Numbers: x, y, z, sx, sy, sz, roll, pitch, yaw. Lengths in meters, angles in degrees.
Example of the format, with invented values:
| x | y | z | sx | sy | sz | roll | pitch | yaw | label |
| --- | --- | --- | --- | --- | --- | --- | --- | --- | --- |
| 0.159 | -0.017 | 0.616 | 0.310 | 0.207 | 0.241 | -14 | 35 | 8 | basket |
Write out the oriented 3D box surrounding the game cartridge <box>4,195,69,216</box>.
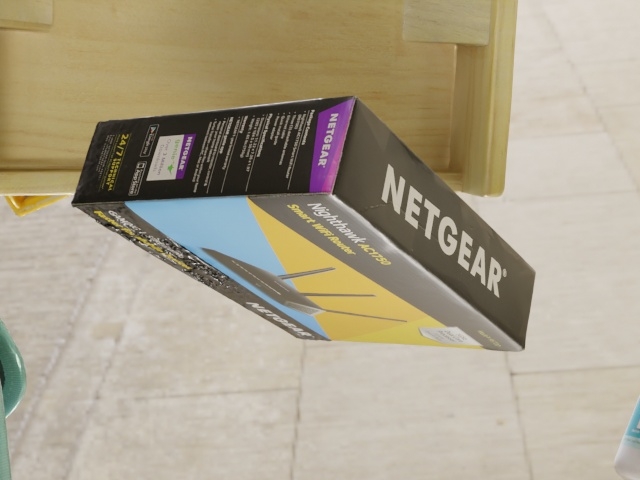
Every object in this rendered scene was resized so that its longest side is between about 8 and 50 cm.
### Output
| x | y | z | sx | sy | sz | roll | pitch | yaw | label |
| --- | --- | --- | --- | --- | --- | --- | --- | --- | --- |
| -0.226 | -0.154 | 1.420 | 0.052 | 0.285 | 0.323 | 63 | 19 | -18 | game cartridge |

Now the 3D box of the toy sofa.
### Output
| x | y | z | sx | sy | sz | roll | pitch | yaw | label |
| --- | --- | --- | --- | --- | --- | --- | --- | --- | --- |
| -0.067 | -0.107 | 0.712 | 0.177 | 0.363 | 0.150 | -159 | -111 | -65 | toy sofa |

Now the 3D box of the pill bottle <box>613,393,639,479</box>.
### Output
| x | y | z | sx | sy | sz | roll | pitch | yaw | label |
| --- | --- | --- | --- | --- | --- | --- | --- | --- | --- |
| 0.445 | 0.169 | 1.234 | 0.146 | 0.146 | 0.264 | 62 | 51 | -78 | pill bottle |

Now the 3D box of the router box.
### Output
| x | y | z | sx | sy | sz | roll | pitch | yaw | label |
| --- | --- | --- | --- | --- | --- | --- | --- | --- | --- |
| 0.000 | 0.000 | 0.489 | 0.179 | 0.133 | 0.046 | 36 | 61 | -49 | router box |

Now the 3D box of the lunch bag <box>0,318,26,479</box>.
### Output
| x | y | z | sx | sy | sz | roll | pitch | yaw | label |
| --- | --- | --- | --- | --- | --- | --- | --- | --- | --- |
| -0.262 | 0.126 | 0.552 | 0.160 | 0.223 | 0.262 | 16 | 49 | -41 | lunch bag |
